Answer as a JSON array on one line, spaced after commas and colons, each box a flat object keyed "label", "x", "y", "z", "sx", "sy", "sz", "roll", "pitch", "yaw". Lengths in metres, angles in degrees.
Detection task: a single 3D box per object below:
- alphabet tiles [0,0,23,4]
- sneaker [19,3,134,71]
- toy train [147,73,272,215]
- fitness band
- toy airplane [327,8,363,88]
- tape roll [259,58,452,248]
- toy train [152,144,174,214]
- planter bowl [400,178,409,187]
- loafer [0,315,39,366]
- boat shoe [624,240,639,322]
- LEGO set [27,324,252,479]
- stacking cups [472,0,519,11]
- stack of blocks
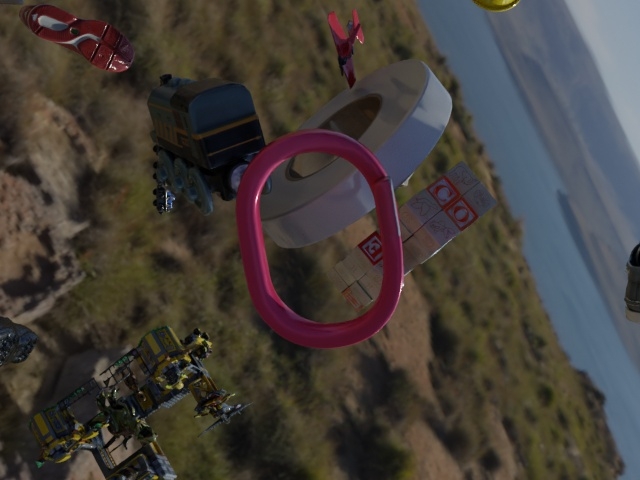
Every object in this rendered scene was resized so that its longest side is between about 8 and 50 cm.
[{"label": "alphabet tiles", "x": -0.510, "y": -0.529, "z": 1.422, "sx": 0.011, "sy": 0.285, "sz": 0.342, "roll": 7, "pitch": 89, "yaw": -69}, {"label": "sneaker", "x": -0.470, "y": -0.400, "z": 1.777, "sx": 0.221, "sy": 0.087, "sz": 0.128, "roll": 26, "pitch": 5, "yaw": -41}, {"label": "toy train", "x": -0.181, "y": -0.161, "z": 1.442, "sx": 0.334, "sy": 0.142, "sz": 0.190, "roll": 30, "pitch": -43, "yaw": 62}, {"label": "fitness band", "x": 0.000, "y": 0.000, "z": 1.202, "sx": 0.054, "sy": 0.209, "sz": 0.290, "roll": -75, "pitch": 158, "yaw": -72}, {"label": "toy airplane", "x": 0.050, "y": -0.343, "z": 1.617, "sx": 0.151, "sy": 0.028, "sz": 0.151, "roll": -4, "pitch": 90, "yaw": -71}, {"label": "tape roll", "x": 0.042, "y": -0.149, "z": 1.550, "sx": 0.072, "sy": 0.392, "sz": 0.392, "roll": 47, "pitch": 23, "yaw": -22}, {"label": "toy train", "x": -0.275, "y": -0.118, "z": 1.634, "sx": 0.027, "sy": 0.036, "sz": 0.158, "roll": 40, "pitch": -47, "yaw": 45}, {"label": "planter bowl", "x": 0.143, "y": -0.171, "z": 2.035, "sx": 0.162, "sy": 0.162, "sz": 0.109, "roll": 9, "pitch": 80, "yaw": -69}, {"label": "loafer", "x": -0.513, "y": 0.155, "z": 1.453, "sx": 0.078, "sy": 0.076, "sz": 0.223, "roll": 30, "pitch": -5, "yaw": 3}, {"label": "boat shoe", "x": 0.588, "y": 0.042, "z": 1.593, "sx": 0.319, "sy": 0.116, "sz": 0.099, "roll": -34, "pitch": 117, "yaw": -55}, {"label": "LEGO set", "x": -0.283, "y": 0.310, "z": 1.514, "sx": 0.192, "sy": 0.331, "sz": 0.255, "roll": 54, "pitch": -7, "yaw": 23}, {"label": "stacking cups", "x": 0.288, "y": -0.462, "z": 1.363, "sx": 0.316, "sy": 0.096, "sz": 0.096, "roll": 96, "pitch": -25, "yaw": -71}, {"label": "stack of blocks", "x": 0.138, "y": 0.000, "z": 1.500, "sx": 0.087, "sy": 0.171, "sz": 0.297, "roll": 51, "pitch": -25, "yaw": 3}]
